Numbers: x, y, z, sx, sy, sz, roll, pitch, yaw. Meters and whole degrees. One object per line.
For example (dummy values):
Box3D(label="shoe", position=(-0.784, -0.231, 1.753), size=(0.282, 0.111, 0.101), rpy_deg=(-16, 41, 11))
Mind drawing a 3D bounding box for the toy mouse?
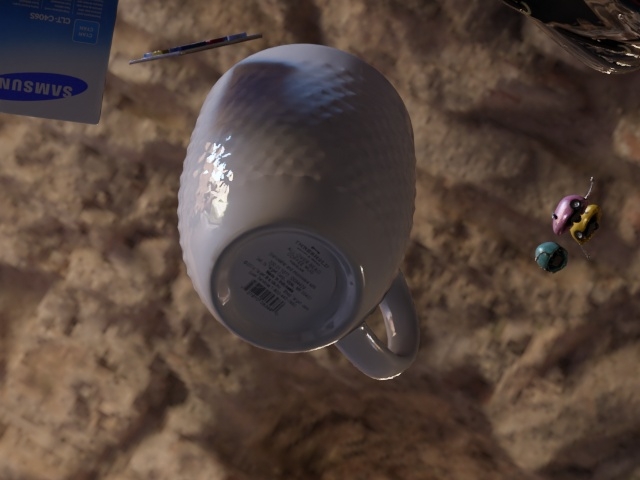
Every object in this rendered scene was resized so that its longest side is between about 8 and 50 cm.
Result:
Box3D(label="toy mouse", position=(0.316, -0.010, 1.742), size=(0.031, 0.143, 0.161), rpy_deg=(37, -39, 30))

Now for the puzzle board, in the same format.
Box3D(label="puzzle board", position=(-0.144, -0.223, 1.529), size=(0.096, 0.128, 0.011), rpy_deg=(-1, -76, 46))

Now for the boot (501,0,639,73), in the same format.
Box3D(label="boot", position=(0.215, -0.277, 1.200), size=(0.377, 0.138, 0.284), rpy_deg=(35, -1, -15))

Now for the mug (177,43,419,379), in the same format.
Box3D(label="mug", position=(0.000, 0.000, 1.535), size=(0.374, 0.276, 0.328), rpy_deg=(52, 21, -24))

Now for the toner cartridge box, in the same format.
Box3D(label="toner cartridge box", position=(-0.364, -0.214, 1.208), size=(0.347, 0.165, 0.075), rpy_deg=(6, 34, -14))
